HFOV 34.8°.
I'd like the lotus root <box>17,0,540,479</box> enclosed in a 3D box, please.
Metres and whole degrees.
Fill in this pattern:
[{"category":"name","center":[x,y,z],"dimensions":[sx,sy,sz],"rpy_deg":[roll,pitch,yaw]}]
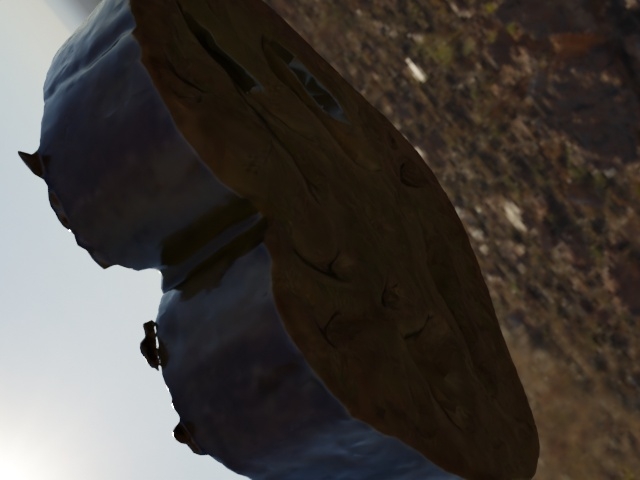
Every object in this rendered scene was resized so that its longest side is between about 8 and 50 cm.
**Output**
[{"category":"lotus root","center":[0.000,0.000,0.658],"dimensions":[0.390,0.111,0.375],"rpy_deg":[54,-158,1]}]
